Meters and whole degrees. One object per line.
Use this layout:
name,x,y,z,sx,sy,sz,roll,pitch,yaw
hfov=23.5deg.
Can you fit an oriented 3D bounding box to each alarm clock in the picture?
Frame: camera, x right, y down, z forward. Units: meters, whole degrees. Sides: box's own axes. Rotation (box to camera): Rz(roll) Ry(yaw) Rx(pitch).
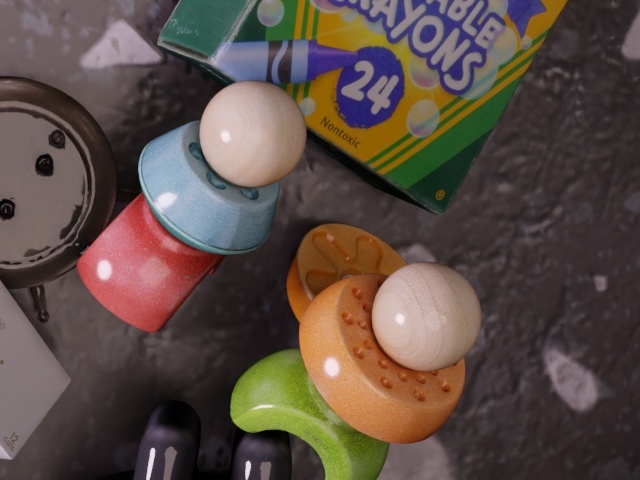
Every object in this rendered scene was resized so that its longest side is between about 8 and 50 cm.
alarm clock,-0.205,-0.048,0.941,0.192,0.064,0.129,41,86,-12

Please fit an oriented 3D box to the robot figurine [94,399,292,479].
robot figurine,-0.081,0.245,0.947,0.173,0.209,0.278,2,98,-54

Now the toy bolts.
toy bolts,0.000,0.000,0.906,0.228,0.218,0.158,38,128,-5

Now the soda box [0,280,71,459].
soda box,-0.238,0.029,0.889,0.069,0.074,0.216,-57,132,-36

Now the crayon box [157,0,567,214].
crayon box,0.069,-0.205,0.949,0.203,0.083,0.323,31,88,-36
